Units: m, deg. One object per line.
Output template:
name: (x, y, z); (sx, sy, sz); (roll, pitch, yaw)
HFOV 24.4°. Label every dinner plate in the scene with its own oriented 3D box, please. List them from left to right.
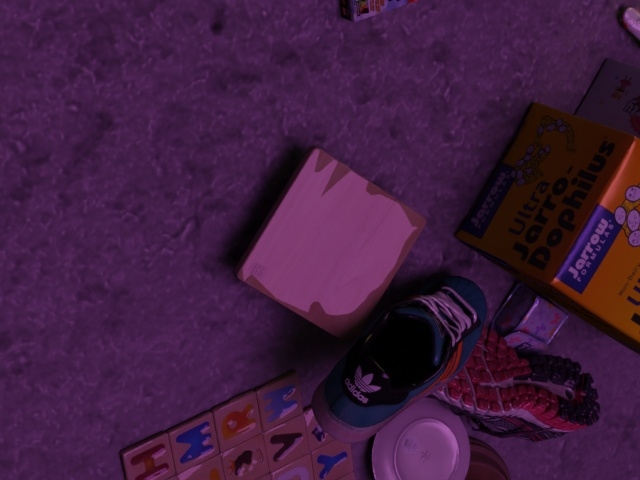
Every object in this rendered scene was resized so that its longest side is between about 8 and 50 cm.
dinner plate: (0.127, 0.263, 1.806); (0.141, 0.017, 0.141); (2, 86, -27)

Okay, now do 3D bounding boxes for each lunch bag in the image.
lunch bag: (0.258, 0.106, 1.848); (0.071, 0.053, 0.083); (30, 99, -39)

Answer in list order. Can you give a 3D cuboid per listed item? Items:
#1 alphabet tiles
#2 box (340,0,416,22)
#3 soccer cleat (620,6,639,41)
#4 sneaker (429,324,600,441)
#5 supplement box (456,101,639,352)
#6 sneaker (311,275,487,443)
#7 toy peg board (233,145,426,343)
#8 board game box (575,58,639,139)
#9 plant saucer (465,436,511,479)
alphabet tiles: (-0.103, 0.312, 1.692); (0.342, 0.011, 0.285); (-23, 122, -28)
box: (0.059, -0.306, 1.539); (0.094, 0.027, 0.137); (-22, 121, -27)
soccer cleat: (0.396, -0.256, 1.807); (0.029, 0.035, 0.083); (-52, 131, -6)
sneaker: (0.205, 0.189, 1.811); (0.299, 0.121, 0.112); (23, 139, -30)
supplement box: (0.376, 0.014, 1.777); (0.356, 0.195, 0.194); (30, 90, -33)
sneaker: (0.115, 0.111, 1.640); (0.302, 0.108, 0.121); (-39, 171, -46)
toy peg board: (0.000, 0.000, 1.607); (0.160, 0.079, 0.161); (32, 89, -25)
board game box: (0.487, -0.090, 1.823); (0.303, 0.224, 0.097); (30, 91, -41)
plant saucer: (0.148, 0.384, 1.893); (0.278, 0.041, 0.278); (-16, 118, -31)
